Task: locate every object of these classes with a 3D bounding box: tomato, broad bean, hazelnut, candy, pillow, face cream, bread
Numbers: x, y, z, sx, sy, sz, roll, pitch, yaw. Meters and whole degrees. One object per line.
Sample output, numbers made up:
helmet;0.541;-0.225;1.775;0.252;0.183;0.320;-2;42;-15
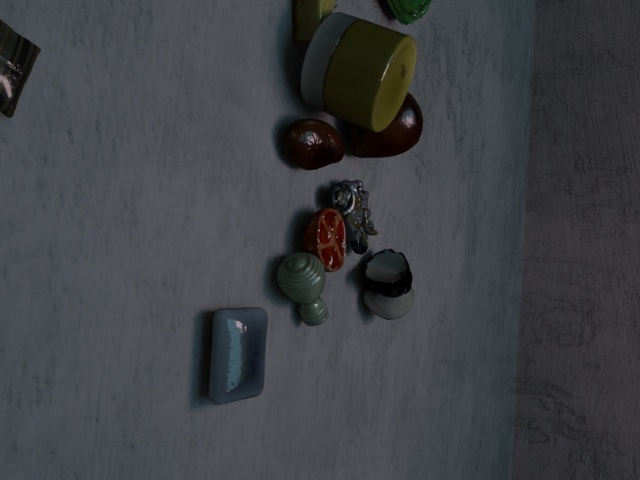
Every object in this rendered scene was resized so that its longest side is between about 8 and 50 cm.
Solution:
tomato;0.000;0.000;1.317;0.155;0.069;0.155;13;76;-62
broad bean;-0.018;-0.213;1.273;0.165;0.084;0.114;-12;104;-50
hazelnut;0.155;-0.293;1.463;0.208;0.208;0.208;-3;93;-57
candy;-0.156;0.214;1.083;0.138;0.071;0.174;8;83;-56
pillow;-0.433;-0.244;0.671;0.203;0.038;0.113;36;61;-52
face cream;0.088;-0.372;1.272;0.218;0.179;0.218;-53;159;-31
bread;-0.008;-0.491;1.276;0.080;0.084;0.109;-6;96;-55

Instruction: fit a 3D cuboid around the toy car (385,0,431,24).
toy car;0.283;-0.806;1.633;0.213;0.176;0.358;44;56;-47

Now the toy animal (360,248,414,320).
toy animal;0.176;0.130;1.551;0.166;0.138;0.179;-28;124;-32

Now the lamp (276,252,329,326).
lamp;-0.032;0.109;1.255;0.106;0.106;0.193;-57;145;-39

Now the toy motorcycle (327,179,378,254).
toy motorcycle;0.084;-0.080;1.445;0.225;0.073;0.152;59;42;-39
